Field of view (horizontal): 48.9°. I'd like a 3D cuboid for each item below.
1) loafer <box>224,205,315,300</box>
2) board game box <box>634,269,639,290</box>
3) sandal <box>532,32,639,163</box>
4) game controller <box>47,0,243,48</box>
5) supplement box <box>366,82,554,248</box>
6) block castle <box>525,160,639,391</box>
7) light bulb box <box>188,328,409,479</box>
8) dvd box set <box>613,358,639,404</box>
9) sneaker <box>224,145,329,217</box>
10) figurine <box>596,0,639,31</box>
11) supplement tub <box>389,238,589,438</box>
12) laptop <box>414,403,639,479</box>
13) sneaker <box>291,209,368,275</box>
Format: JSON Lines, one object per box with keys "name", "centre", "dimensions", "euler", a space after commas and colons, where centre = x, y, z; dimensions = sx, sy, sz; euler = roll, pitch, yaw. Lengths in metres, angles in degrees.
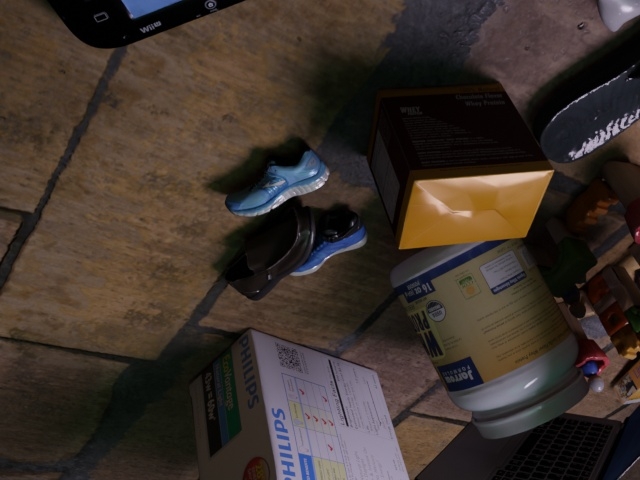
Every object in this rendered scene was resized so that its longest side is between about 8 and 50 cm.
{"name": "loafer", "centre": [-0.085, 0.023, 1.143], "dimensions": [0.078, 0.080, 0.220], "euler": [16, 131, -32]}
{"name": "board game box", "centre": [0.759, 0.094, 1.502], "dimensions": [0.171, 0.048, 0.141], "euler": [-18, 141, 3]}
{"name": "sandal", "centre": [0.517, -0.247, 0.997], "dimensions": [0.168, 0.107, 0.446], "euler": [26, 123, -39]}
{"name": "game controller", "centre": [-0.146, -0.314, 0.758], "dimensions": [0.319, 0.067, 0.166], "euler": [-19, 139, 5]}
{"name": "supplement box", "centre": [0.184, -0.109, 0.988], "dimensions": [0.192, 0.194, 0.129], "euler": [-5, 138, -11]}
{"name": "block castle", "centre": [0.536, 0.090, 1.304], "dimensions": [0.303, 0.212, 0.453], "euler": [13, 132, -28]}
{"name": "light bulb box", "centre": [-0.039, 0.413, 1.385], "dimensions": [0.361, 0.357, 0.225], "euler": [25, 124, -36]}
{"name": "dvd box set", "centre": [0.939, 0.259, 1.696], "dimensions": [0.308, 0.062, 0.420], "euler": [-6, 144, -13]}
{"name": "sneaker", "centre": [-0.073, -0.094, 1.047], "dimensions": [0.162, 0.063, 0.073], "euler": [-25, 121, 6]}
{"name": "figurine", "centre": [0.379, -0.347, 0.830], "dimensions": [0.210, 0.092, 0.215], "euler": [18, 147, -34]}
{"name": "supplement tub", "centre": [0.278, 0.140, 1.162], "dimensions": [0.228, 0.316, 0.228], "euler": [-26, 174, -3]}
{"name": "laptop", "centre": [0.414, 0.260, 1.155], "dimensions": [0.408, 0.236, 0.382], "euler": [2, -172, 32]}
{"name": "sneaker", "centre": [0.000, -0.001, 1.157], "dimensions": [0.152, 0.058, 0.084], "euler": [-23, 145, 3]}
